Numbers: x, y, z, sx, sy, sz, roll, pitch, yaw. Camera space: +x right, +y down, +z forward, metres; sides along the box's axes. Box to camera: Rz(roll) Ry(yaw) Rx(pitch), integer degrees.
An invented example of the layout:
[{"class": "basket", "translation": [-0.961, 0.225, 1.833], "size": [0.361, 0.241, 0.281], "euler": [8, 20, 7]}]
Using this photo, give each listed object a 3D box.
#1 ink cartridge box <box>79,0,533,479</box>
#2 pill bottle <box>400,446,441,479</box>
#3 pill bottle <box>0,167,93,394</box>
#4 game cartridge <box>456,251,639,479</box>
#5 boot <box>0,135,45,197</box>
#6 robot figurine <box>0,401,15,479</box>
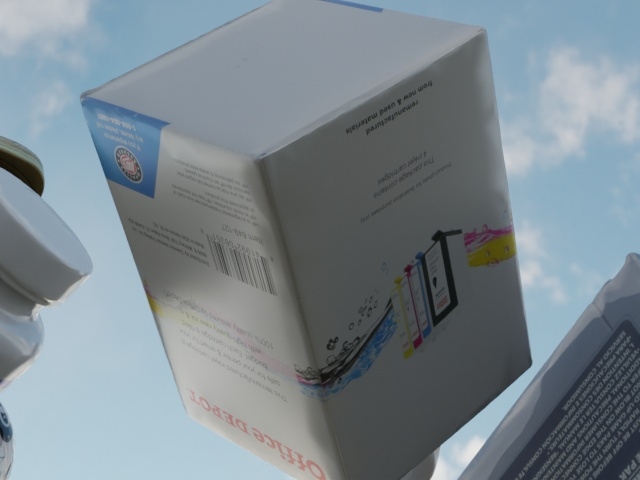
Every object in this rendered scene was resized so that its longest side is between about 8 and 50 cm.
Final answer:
[{"class": "ink cartridge box", "translation": [0.000, 0.000, 0.731], "size": [0.168, 0.171, 0.233], "euler": [-33, -55, -30]}, {"class": "pill bottle", "translation": [0.093, 0.191, 1.455], "size": [0.121, 0.216, 0.121], "euler": [7, -59, 12]}, {"class": "pill bottle", "translation": [-0.304, 0.074, 0.915], "size": [0.272, 0.152, 0.152], "euler": [-43, -55, 4]}, {"class": "game cartridge", "translation": [0.164, 0.163, 0.731], "size": [0.062, 0.198, 0.297], "euler": [19, -64, -28]}, {"class": "boot", "translation": [-0.329, -0.104, 1.048], "size": [0.213, 0.165, 0.077], "euler": [13, -58, -10]}, {"class": "robot figurine", "translation": [-0.427, 0.189, 1.270], "size": [0.174, 0.278, 0.209], "euler": [-56, -49, -11]}]
